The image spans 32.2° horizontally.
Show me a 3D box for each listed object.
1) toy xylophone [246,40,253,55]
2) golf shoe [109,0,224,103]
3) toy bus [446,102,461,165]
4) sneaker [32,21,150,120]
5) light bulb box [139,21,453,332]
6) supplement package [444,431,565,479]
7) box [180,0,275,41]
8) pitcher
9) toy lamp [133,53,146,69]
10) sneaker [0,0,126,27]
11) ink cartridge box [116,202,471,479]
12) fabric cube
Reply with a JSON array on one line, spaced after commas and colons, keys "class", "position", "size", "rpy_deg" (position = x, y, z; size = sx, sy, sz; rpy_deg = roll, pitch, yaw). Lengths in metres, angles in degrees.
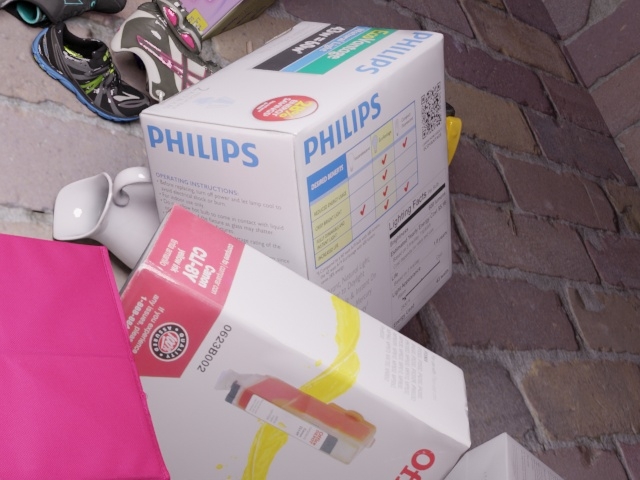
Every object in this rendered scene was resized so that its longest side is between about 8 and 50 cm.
[{"class": "toy xylophone", "position": [-0.052, -0.205, 1.783], "size": [0.236, 0.081, 0.322], "rpy_deg": [40, 13, -14]}, {"class": "golf shoe", "position": [-0.187, -0.225, 1.620], "size": [0.273, 0.120, 0.105], "rpy_deg": [52, -6, -15]}, {"class": "toy bus", "position": [0.112, -0.209, 2.026], "size": [0.211, 0.149, 0.220], "rpy_deg": [1, 30, -35]}, {"class": "sneaker", "position": [-0.315, -0.236, 1.565], "size": [0.188, 0.078, 0.067], "rpy_deg": [37, 35, -27]}, {"class": "light bulb box", "position": [-0.009, -0.049, 1.403], "size": [0.358, 0.225, 0.361], "rpy_deg": [-40, 133, -47]}, {"class": "supplement package", "position": [0.277, 0.454, 1.584], "size": [0.263, 0.198, 0.199], "rpy_deg": [39, 34, -23]}, {"class": "box", "position": [-0.127, -0.467, 1.904], "size": [0.117, 0.213, 0.243], "rpy_deg": [53, 32, -4]}, {"class": "pitcher", "position": [-0.207, -0.026, 1.416], "size": [0.207, 0.178, 0.125], "rpy_deg": [23, 57, -40]}, {"class": "toy lamp", "position": [-0.206, -0.223, 1.703], "size": [0.274, 0.080, 0.080], "rpy_deg": [58, 32, 1]}, {"class": "sneaker", "position": [-0.387, -0.351, 1.590], "size": [0.267, 0.101, 0.106], "rpy_deg": [5, 79, -52]}, {"class": "ink cartridge box", "position": [-0.069, 0.187, 1.196], "size": [0.385, 0.279, 0.160], "rpy_deg": [30, 23, -9]}, {"class": "fabric cube", "position": [-0.337, 0.156, 1.001], "size": [0.258, 0.254, 0.259], "rpy_deg": [11, 51, -50]}]
